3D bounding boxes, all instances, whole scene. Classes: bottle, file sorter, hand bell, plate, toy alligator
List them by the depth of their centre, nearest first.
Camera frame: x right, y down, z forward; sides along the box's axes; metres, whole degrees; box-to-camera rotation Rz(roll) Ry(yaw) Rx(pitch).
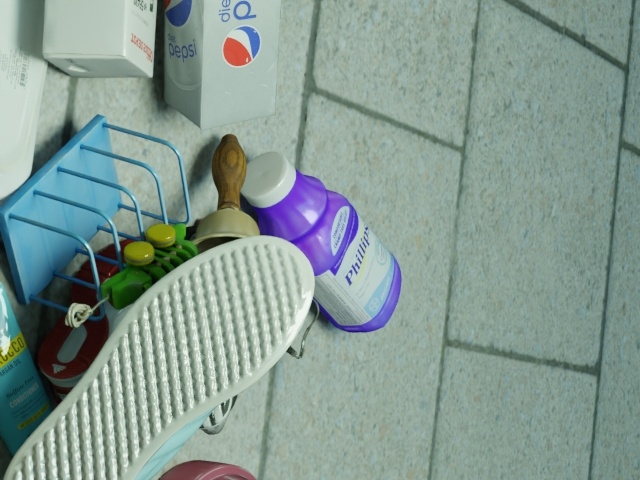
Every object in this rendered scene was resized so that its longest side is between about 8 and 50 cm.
[{"bbox_3d":[-0.339,-0.179,1.427,0.278,0.045,0.277,20,75,-54],"label":"plate"},{"bbox_3d":[-0.167,0.038,1.483,0.190,0.051,0.056,-44,144,-48],"label":"toy alligator"},{"bbox_3d":[-0.217,-0.020,1.533,0.170,0.105,0.118,-51,148,-40],"label":"file sorter"},{"bbox_3d":[-0.101,-0.034,1.680,0.242,0.126,0.126,-94,160,-50],"label":"hand bell"},{"bbox_3d":[0.000,0.000,1.878,0.283,0.092,0.118,50,48,-44],"label":"bottle"}]

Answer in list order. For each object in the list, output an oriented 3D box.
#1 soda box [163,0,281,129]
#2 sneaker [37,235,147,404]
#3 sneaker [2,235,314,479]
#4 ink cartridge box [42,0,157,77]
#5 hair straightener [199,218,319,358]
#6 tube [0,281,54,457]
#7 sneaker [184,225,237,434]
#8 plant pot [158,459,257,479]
[{"bbox_3d":[-0.102,-0.267,1.630,0.098,0.091,0.286,-15,124,-29],"label":"soda box"},{"bbox_3d":[-0.216,0.102,1.612,0.221,0.087,0.128,-54,151,-41],"label":"sneaker"},{"bbox_3d":[-0.158,0.134,1.480,0.366,0.150,0.135,-41,90,-7],"label":"sneaker"},{"bbox_3d":[-0.210,-0.267,1.523,0.148,0.086,0.203,19,74,-85],"label":"ink cartridge box"},{"bbox_3d":[-0.056,0.051,1.804,0.047,0.089,0.230,-100,166,-54],"label":"hair straightener"},{"bbox_3d":[-0.297,0.148,1.505,0.080,0.052,0.207,-44,123,-41],"label":"tube"},{"bbox_3d":[-0.136,0.108,1.722,0.132,0.086,0.228,78,7,-70],"label":"sneaker"},{"bbox_3d":[-0.080,0.350,1.707,0.201,0.180,0.201,-5,96,-54],"label":"plant pot"}]
